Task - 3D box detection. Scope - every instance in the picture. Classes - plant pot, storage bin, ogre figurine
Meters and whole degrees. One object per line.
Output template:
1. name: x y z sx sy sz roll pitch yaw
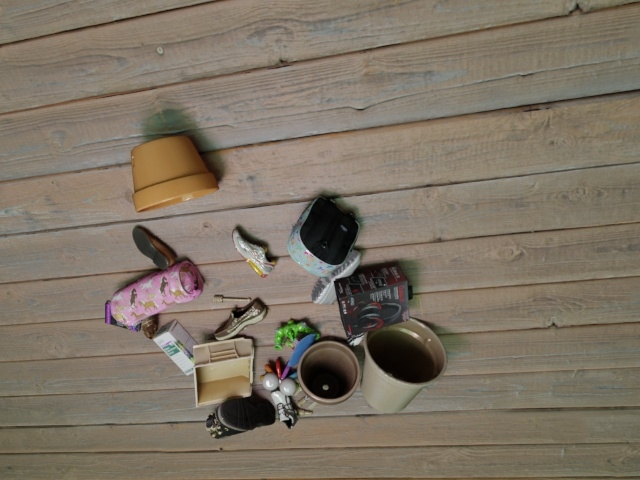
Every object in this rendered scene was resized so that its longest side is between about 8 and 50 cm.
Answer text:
1. plant pot: 0.303 0.529 1.717 0.333 0.334 0.306 13 127 0
2. plant pot: 0.029 0.597 1.806 0.262 0.263 0.229 9 141 2
3. plant pot: -0.520 -0.234 1.455 0.290 0.291 0.204 -15 98 13
4. storage bin: -0.424 0.576 1.855 0.260 0.123 0.263 -5 125 -19
5. ogre figurine: -0.113 0.405 1.808 0.196 0.097 0.118 -3 128 20

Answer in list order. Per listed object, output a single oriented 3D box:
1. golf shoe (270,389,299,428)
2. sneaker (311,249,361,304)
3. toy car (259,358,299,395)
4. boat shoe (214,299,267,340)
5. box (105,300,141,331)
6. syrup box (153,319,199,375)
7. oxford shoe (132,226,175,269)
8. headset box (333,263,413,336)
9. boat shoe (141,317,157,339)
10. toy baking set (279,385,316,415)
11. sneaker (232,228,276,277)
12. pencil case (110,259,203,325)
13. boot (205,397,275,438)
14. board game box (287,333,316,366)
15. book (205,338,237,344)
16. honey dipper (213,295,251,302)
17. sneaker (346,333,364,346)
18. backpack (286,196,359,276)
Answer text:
1. golf shoe: -0.172 0.791 1.978 0.077 0.094 0.198 -32 98 21
2. sneaker: 0.079 0.147 1.674 0.115 0.105 0.281 22 120 -31
3. toy car: -0.175 0.609 1.902 0.181 0.159 0.137 18 80 -2
4. boat shoe: -0.356 0.332 1.803 0.257 0.095 0.095 -30 113 7
5. box: -0.890 0.343 1.904 0.161 0.029 0.116 16 117 0
6. syrup box: -0.630 0.484 1.905 0.093 0.096 0.237 -29 110 17
7. oxford shoe: -0.675 0.027 1.707 0.212 0.076 0.076 46 115 2
8. headset box: 0.214 0.229 1.625 0.292 0.110 0.218 -14 126 -4
9. boat shoe: -0.744 0.389 1.850 0.060 0.064 0.178 57 149 12
10. toy baking set: -0.095 0.765 2.016 0.255 0.030 0.197 9 117 2
11. sneaker: -0.264 0.038 1.663 0.092 0.088 0.225 -40 107 1
12. pencil case: -0.675 0.220 1.747 0.385 0.160 0.167 -24 115 16
13. boot: -0.420 0.835 1.962 0.284 0.138 0.377 -24 152 22
14. board game box: -0.086 0.450 1.769 0.033 0.133 0.169 37 117 29
15. book: -0.444 0.497 1.926 0.144 0.035 0.096 -2 120 8
16. honey dipper: -0.377 0.252 1.800 0.160 0.030 0.031 0 116 4
17. sneaker: 0.163 0.421 1.818 0.109 0.040 0.043 -38 123 25
18. backpack: 0.000 0.000 1.510 0.225 0.254 0.191 35 135 -12
